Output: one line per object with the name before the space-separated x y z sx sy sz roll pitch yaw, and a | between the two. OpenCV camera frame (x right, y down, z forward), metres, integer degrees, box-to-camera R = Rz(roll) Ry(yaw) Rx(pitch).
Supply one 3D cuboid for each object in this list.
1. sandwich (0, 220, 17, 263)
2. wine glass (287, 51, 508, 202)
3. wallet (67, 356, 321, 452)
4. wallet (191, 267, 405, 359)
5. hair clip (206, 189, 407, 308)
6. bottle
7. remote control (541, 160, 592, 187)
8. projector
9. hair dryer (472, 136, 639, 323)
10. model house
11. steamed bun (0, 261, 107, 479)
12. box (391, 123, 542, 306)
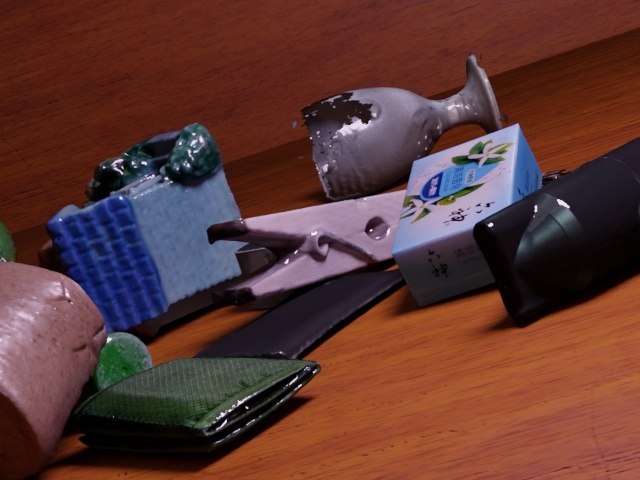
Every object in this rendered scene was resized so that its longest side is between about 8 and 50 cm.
sandwich | -0.589 0.019 2.245 0.162 0.301 0.250 -36 -2 -11
wine glass | 0.136 -0.192 2.359 0.357 0.190 0.190 -17 10 -2
wallet | -0.126 0.160 1.345 0.236 0.055 0.160 -3 21 47
wallet | -0.019 0.090 1.583 0.146 0.030 0.285 -6 15 37
hair clip | -0.003 0.001 1.705 0.085 0.101 0.331 -16 -1 43
bottle | -0.328 0.159 1.603 0.330 0.093 0.093 -9 15 46
remote control | 0.326 -0.057 1.630 0.144 0.062 0.399 -29 13 -39
projector | -0.053 0.036 1.779 0.083 0.082 0.083 -10 14 38
hair dryer | 0.318 -0.002 1.290 0.244 0.116 0.302 -28 20 -29
model house | -0.300 0.029 1.875 0.329 0.251 0.295 -33 17 -32
steamed bun | -0.390 0.132 1.403 0.301 0.199 0.251 -20 32 29
box | 0.173 -0.033 1.563 0.143 0.083 0.232 -19 23 21
